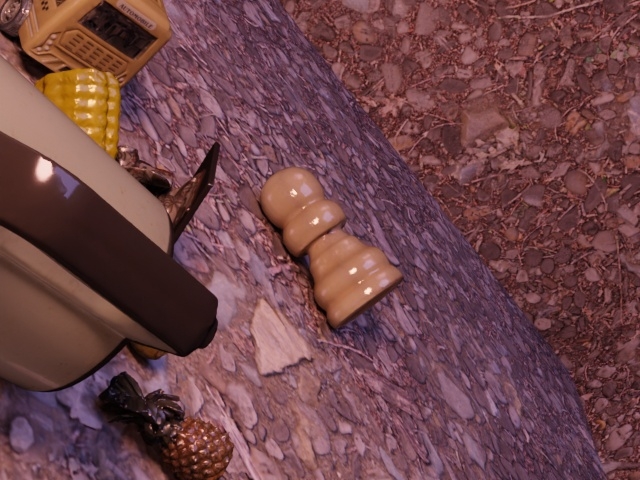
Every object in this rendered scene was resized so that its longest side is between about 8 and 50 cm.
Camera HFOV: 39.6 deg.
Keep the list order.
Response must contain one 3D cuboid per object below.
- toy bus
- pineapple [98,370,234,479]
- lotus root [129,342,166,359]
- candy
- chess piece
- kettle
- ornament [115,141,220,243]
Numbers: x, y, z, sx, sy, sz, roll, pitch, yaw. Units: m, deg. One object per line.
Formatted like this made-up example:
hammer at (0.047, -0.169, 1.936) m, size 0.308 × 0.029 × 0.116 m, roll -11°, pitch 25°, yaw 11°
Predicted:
toy bus at (-0.351, -0.397, 1.301) m, size 0.177 × 0.201 × 0.365 m, roll 29°, pitch 32°, yaw -51°
pineapple at (-0.170, 0.204, 0.969) m, size 0.159 × 0.074 × 0.074 m, roll 43°, pitch 22°, yaw -19°
lotus root at (-0.213, 0.096, 1.059) m, size 0.054 × 0.049 × 0.099 m, roll -9°, pitch 67°, yaw -60°
candy at (-0.292, -0.102, 1.063) m, size 0.094 × 0.106 × 0.199 m, roll 16°, pitch 74°, yaw -84°
chess piece at (0.000, 0.000, 1.620) m, size 0.300 × 0.167 × 0.167 m, roll 52°, pitch 18°, yaw 9°
kettle at (-0.282, -0.041, 0.704) m, size 0.376 × 0.361 × 0.250 m, roll 44°, pitch 64°, yaw -40°
ornament at (-0.256, -0.081, 1.143) m, size 0.196 × 0.166 × 0.153 m, roll 30°, pitch 20°, yaw -14°
